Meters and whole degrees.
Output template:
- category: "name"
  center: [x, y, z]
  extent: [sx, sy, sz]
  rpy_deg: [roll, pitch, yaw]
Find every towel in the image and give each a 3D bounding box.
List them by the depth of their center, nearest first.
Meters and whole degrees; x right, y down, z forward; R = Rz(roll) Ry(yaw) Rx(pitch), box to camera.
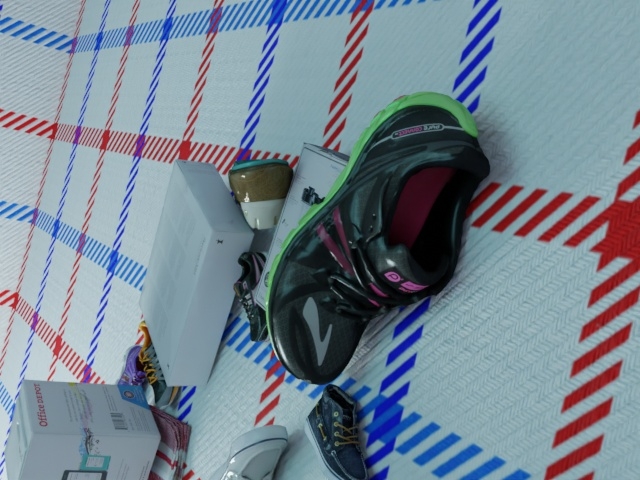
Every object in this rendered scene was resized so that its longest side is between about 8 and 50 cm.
- category: "towel"
  center: [-0.370, 0.539, 1.817]
  extent: [0.237, 0.037, 0.329]
  rpy_deg: [1, 80, 58]

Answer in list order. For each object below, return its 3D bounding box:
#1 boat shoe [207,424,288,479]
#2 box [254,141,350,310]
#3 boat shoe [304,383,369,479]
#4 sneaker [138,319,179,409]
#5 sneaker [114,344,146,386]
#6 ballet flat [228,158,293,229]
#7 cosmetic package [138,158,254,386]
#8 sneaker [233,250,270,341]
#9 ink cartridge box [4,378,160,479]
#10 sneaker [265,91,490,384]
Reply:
- category: "boat shoe"
  center: [-0.125, 0.408, 1.426]
  extent: [0.267, 0.096, 0.088]
  rpy_deg: [-51, 45, 37]
- category: "box"
  center: [0.000, 0.000, 1.373]
  extent: [0.169, 0.087, 0.290]
  rpy_deg: [31, 106, 57]
- category: "boat shoe"
  center: [0.032, 0.295, 1.243]
  extent: [0.183, 0.065, 0.083]
  rpy_deg: [49, 122, 53]
- category: "sneaker"
  center: [-0.363, 0.270, 1.853]
  extent: [0.084, 0.083, 0.215]
  rpy_deg: [-38, 51, 43]
- category: "sneaker"
  center: [-0.443, 0.331, 1.976]
  extent: [0.071, 0.068, 0.170]
  rpy_deg: [-2, 77, 51]
- category: "ballet flat"
  center: [-0.113, -0.085, 1.508]
  extent: [0.342, 0.116, 0.124]
  rpy_deg: [-158, 63, -77]
- category: "cosmetic package"
  center: [-0.267, 0.066, 1.722]
  extent: [0.284, 0.097, 0.377]
  rpy_deg: [58, 136, 50]
- category: "sneaker"
  center: [-0.127, 0.103, 1.547]
  extent: [0.072, 0.077, 0.178]
  rpy_deg: [-32, 54, 50]
- category: "ink cartridge box"
  center: [-0.518, 0.438, 1.799]
  extent: [0.198, 0.270, 0.197]
  rpy_deg: [47, 122, 55]
- category: "sneaker"
  center: [0.069, 0.025, 1.169]
  extent: [0.483, 0.185, 0.202]
  rpy_deg: [-63, 31, 24]
